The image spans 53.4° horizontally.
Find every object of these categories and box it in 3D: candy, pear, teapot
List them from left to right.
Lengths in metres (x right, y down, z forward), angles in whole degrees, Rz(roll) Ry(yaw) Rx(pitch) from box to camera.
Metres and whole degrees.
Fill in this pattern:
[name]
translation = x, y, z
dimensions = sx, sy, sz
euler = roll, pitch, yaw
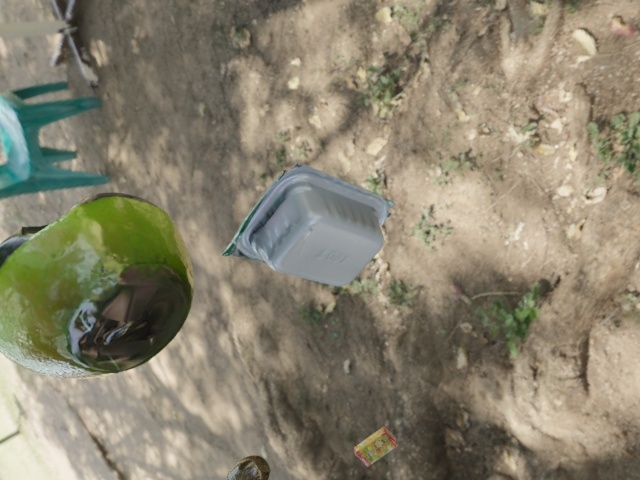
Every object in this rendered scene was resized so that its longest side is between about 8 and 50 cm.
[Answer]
[pear]
translation = -0.392, 0.117, 1.172
dimensions = 0.165, 0.399, 0.398
euler = 34, 140, 40
[teapot]
translation = -0.123, 0.461, 1.183
dimensions = 0.085, 0.080, 0.110
euler = 36, -165, -34
[candy]
translation = 0.169, 0.626, 1.934
dimensions = 0.062, 0.122, 0.038
euler = 48, -168, -11

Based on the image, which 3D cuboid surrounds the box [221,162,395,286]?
[box]
translation = 0.000, 0.000, 1.365
dimensions = 0.264, 0.337, 0.106
euler = -50, 45, 24
